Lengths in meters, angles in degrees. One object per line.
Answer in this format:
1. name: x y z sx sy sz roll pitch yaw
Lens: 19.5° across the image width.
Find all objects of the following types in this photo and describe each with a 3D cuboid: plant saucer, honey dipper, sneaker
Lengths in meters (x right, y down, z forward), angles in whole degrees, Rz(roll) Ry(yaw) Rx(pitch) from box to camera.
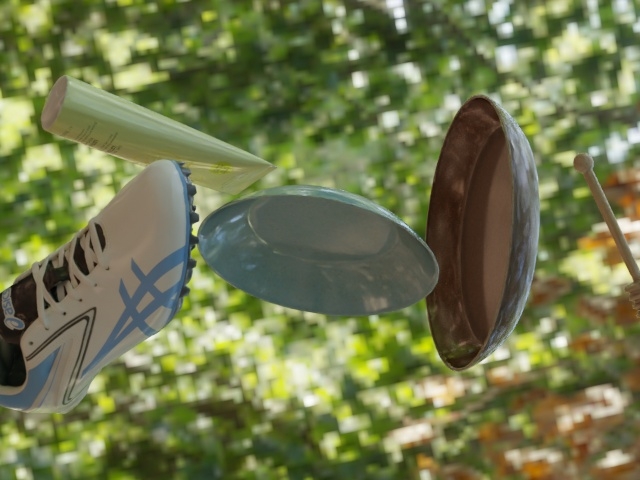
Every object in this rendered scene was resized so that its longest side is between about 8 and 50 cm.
1. plant saucer: 0.000 0.000 1.478 0.195 0.195 0.037 102 -1 -62
2. honey dipper: 0.260 -0.003 1.629 0.161 0.030 0.030 65 -11 -2
3. plant saucer: 0.183 -0.007 2.085 0.310 0.050 0.311 -176 -90 -78
4. sneaker: -0.150 0.034 1.168 0.237 0.086 0.085 -48 -133 38

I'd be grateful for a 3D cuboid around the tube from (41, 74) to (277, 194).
1. tube: -0.168 -0.101 1.929 0.062 0.240 0.070 -63 -153 12
